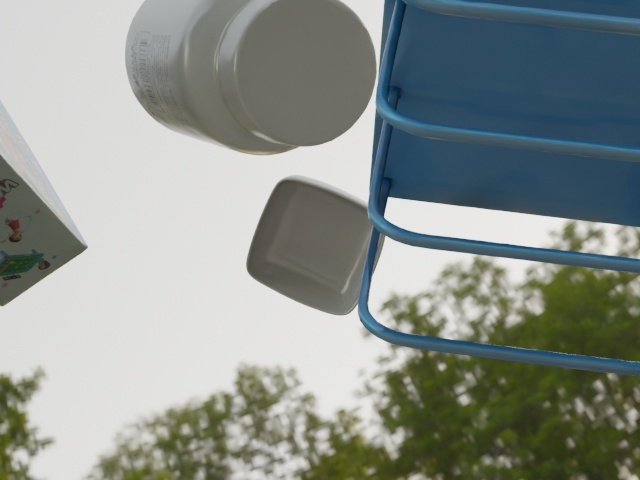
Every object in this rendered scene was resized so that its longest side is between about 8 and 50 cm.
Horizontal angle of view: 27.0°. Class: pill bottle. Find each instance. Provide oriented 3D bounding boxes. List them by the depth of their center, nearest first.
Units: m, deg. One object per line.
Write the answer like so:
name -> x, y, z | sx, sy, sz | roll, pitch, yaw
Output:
pill bottle -> -0.052, -0.130, 0.969 | 0.131, 0.229, 0.131 | -4, -79, -23

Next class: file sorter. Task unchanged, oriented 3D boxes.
file sorter -> 0.075, -0.056, 0.418 | 0.118, 0.104, 0.170 | 7, -54, 5

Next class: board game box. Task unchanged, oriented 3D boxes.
board game box -> -0.330, -0.110, 1.053 | 0.097, 0.224, 0.303 | -35, -32, -3

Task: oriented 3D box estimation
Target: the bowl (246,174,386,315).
bowl -> 0.000, 0.000, 1.506 | 0.142, 0.053, 0.142 | 24, -66, 5
